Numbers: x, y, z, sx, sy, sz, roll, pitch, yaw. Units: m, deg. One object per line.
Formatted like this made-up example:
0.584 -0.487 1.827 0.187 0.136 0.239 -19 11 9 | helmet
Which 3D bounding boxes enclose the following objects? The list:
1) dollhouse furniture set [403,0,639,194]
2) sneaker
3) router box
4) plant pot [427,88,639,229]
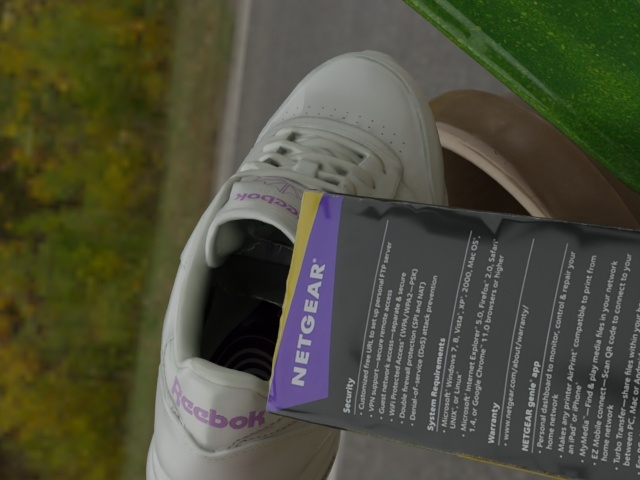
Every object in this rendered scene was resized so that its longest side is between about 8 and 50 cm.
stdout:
0.158 -0.149 0.467 0.197 0.151 0.301 -57 18 -21 | dollhouse furniture set
0.000 0.000 0.931 0.152 0.114 0.305 94 -168 -51 | sneaker
0.173 0.053 0.647 0.243 0.309 0.081 8 87 41 | router box
0.199 -0.021 1.281 0.263 0.229 0.263 45 156 27 | plant pot
